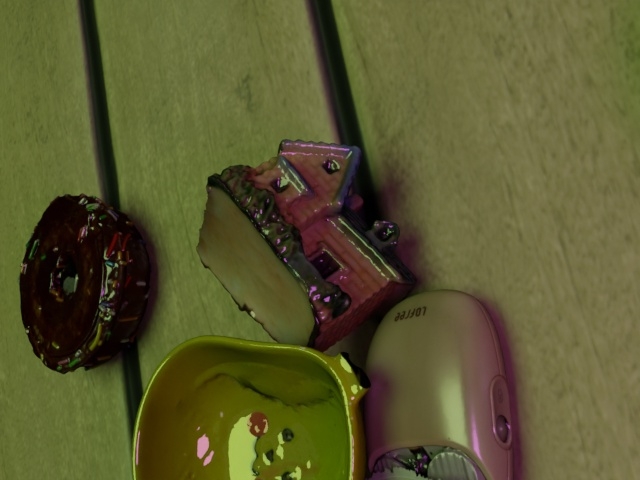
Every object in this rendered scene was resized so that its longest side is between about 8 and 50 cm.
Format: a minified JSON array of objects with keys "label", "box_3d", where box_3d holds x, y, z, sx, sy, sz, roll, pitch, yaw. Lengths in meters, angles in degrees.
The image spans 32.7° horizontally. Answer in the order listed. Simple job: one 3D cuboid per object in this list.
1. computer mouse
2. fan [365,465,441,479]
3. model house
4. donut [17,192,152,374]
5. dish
[{"label":"computer mouse","box_3d":[0.105,0.162,1.001,0.145,0.082,0.237,-14,72,42]},{"label":"fan","box_3d":[0.122,0.398,0.946,0.233,0.012,0.415,-36,68,50]},{"label":"model house","box_3d":[0.000,0.000,1.076,0.183,0.172,0.166,51,152,16]},{"label":"donut","box_3d":[-0.303,0.056,1.416,0.235,0.089,0.235,-11,74,44]},{"label":"dish","box_3d":[-0.048,0.201,1.042,0.262,0.108,0.221,-7,79,30]}]
